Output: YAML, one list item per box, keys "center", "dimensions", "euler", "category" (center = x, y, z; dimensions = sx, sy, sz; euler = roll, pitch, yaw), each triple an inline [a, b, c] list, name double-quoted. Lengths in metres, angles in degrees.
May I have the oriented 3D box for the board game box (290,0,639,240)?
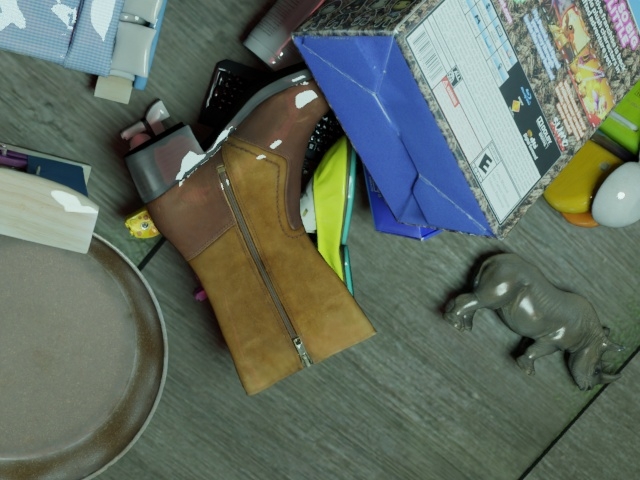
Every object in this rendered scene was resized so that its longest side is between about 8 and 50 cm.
- center: [0.155, -0.185, 1.141]
  dimensions: [0.291, 0.141, 0.232]
  euler: [-46, 123, -25]
  category: "board game box"

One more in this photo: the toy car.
- center: [0.321, -0.093, 1.333]
  dimensions: [0.182, 0.159, 0.136]
  euler: [-49, 143, 2]
  category: "toy car"

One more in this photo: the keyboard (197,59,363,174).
- center: [-0.030, -0.114, 1.288]
  dimensions: [0.192, 0.038, 0.100]
  euler: [17, 99, -16]
  category: "keyboard"

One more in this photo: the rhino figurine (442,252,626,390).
- center: [0.256, 0.100, 1.390]
  dimensions: [0.243, 0.073, 0.106]
  euler: [32, 98, -20]
  category: "rhino figurine"

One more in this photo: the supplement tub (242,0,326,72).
- center: [-0.020, -0.218, 1.247]
  dimensions: [0.071, 0.071, 0.107]
  euler: [41, 92, -19]
  category: "supplement tub"

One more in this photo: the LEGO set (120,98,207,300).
- center: [-0.147, -0.020, 1.258]
  dimensions: [0.093, 0.087, 0.227]
  euler: [-29, 107, -5]
  category: "LEGO set"

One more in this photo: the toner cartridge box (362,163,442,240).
- center: [0.107, -0.191, 1.243]
  dimensions: [0.165, 0.075, 0.347]
  euler: [-24, 112, -36]
  category: "toner cartridge box"

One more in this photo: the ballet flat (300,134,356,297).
- center: [0.000, 0.000, 1.295]
  dimensions: [0.077, 0.077, 0.231]
  euler: [0, 117, 2]
  category: "ballet flat"

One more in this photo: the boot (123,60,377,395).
- center: [-0.016, -0.018, 1.196]
  dimensions: [0.264, 0.096, 0.280]
  euler: [-30, 104, -8]
  category: "boot"

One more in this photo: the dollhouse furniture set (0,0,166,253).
- center: [-0.293, -0.180, 1.126]
  dimensions: [0.286, 0.198, 0.303]
  euler: [14, 100, -16]
  category: "dollhouse furniture set"

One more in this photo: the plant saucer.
- center: [-0.315, 0.118, 1.273]
  dimensions: [0.311, 0.050, 0.310]
  euler: [-3, 104, -12]
  category: "plant saucer"
